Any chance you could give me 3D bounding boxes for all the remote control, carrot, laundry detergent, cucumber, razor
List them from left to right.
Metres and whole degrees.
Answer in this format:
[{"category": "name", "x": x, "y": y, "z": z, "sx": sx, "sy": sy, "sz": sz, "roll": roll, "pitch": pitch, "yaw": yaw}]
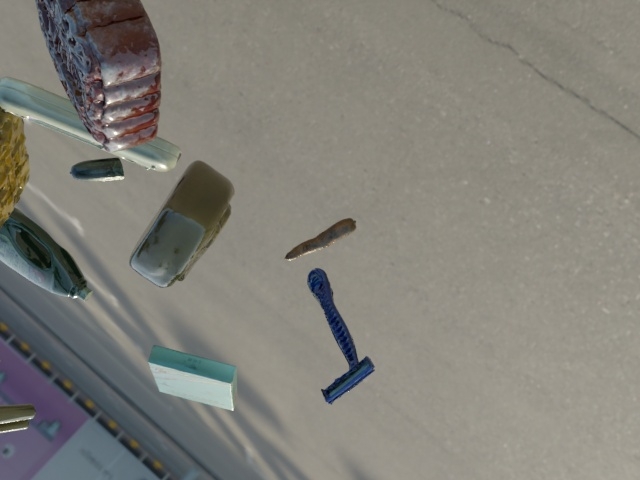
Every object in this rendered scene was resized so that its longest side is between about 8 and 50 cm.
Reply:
[{"category": "laundry detergent", "x": -0.485, "y": 0.030, "z": 1.460, "sx": 0.211, "sy": 0.063, "sz": 0.137, "roll": 36, "pitch": 137, "yaw": 6}, {"category": "remote control", "x": -0.270, "y": -0.132, "z": 0.983, "sx": 0.221, "sy": 0.042, "sz": 0.078, "roll": 23, "pitch": 173, "yaw": -23}, {"category": "cucumber", "x": -0.456, "y": -0.144, "z": 1.707, "sx": 0.048, "sy": 0.105, "sz": 0.048, "roll": 175, "pitch": 90, "yaw": -70}, {"category": "carrot", "x": 0.001, "y": 0.001, "z": 1.701, "sx": 0.036, "sy": 0.165, "sz": 0.035, "roll": 60, "pitch": 177, "yaw": 6}, {"category": "razor", "x": 0.026, "y": 0.148, "z": 1.402, "sx": 0.056, "sy": 0.093, "sz": 0.324, "roll": 44, "pitch": -166, "yaw": -29}]

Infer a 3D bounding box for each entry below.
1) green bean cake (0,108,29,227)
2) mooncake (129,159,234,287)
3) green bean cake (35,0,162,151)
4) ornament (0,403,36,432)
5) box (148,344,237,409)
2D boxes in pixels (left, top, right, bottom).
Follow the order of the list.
[{"category": "green bean cake", "x": -0.511, "y": -0.095, "z": 1.186, "sx": 0.131, "sy": 0.230, "sz": 0.224, "roll": 21, "pitch": 143, "yaw": 1}, {"category": "mooncake", "x": -0.241, "y": -0.028, "z": 1.502, "sx": 0.117, "sy": 0.235, "sz": 0.235, "roll": 36, "pitch": 162, "yaw": -13}, {"category": "green bean cake", "x": -0.166, "y": -0.147, "z": 0.616, "sx": 0.135, "sy": 0.056, "sz": 0.136, "roll": 63, "pitch": 158, "yaw": 18}, {"category": "ornament", "x": -0.617, "y": 0.223, "z": 1.353, "sx": 0.244, "sy": 0.061, "sz": 0.230, "roll": 1, "pitch": -135, "yaw": -48}, {"category": "box", "x": -0.242, "y": 0.269, "z": 1.627, "sx": 0.162, "sy": 0.041, "sz": 0.229, "roll": 14, "pitch": 156, "yaw": 2}]
